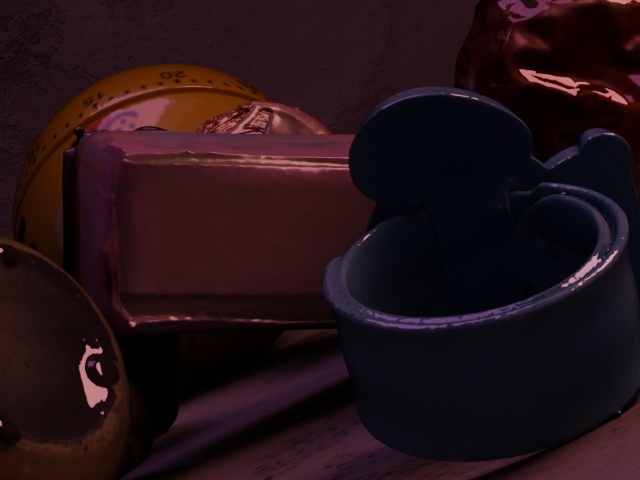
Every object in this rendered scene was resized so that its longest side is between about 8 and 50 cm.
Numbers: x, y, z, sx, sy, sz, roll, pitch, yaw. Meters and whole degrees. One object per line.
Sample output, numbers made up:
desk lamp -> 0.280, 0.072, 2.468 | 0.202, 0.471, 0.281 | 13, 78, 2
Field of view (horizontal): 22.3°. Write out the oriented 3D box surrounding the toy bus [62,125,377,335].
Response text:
toy bus -> 0.000, 0.000, 1.266 | 0.386, 0.171, 0.162 | -1, 8, -17

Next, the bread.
bread -> -0.054, -0.056, 1.547 | 0.160, 0.160, 0.073 | -25, -25, -26

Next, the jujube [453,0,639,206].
jujube -> 0.207, -0.117, 1.193 | 0.216, 0.216, 0.342 | -22, 9, 16

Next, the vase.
vase -> -0.265, 0.151, 1.179 | 0.302, 0.241, 0.329 | -36, -32, 30

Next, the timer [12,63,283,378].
timer -> -0.146, 0.002, 1.705 | 0.376, 0.376, 0.387 | -23, 42, 0

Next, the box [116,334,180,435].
box -> -0.222, 0.142, 1.390 | 0.230, 0.160, 0.050 | -25, 47, -33

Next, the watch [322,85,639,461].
watch -> 0.102, 0.030, 0.910 | 0.211, 0.211, 0.193 | -22, 24, 10
